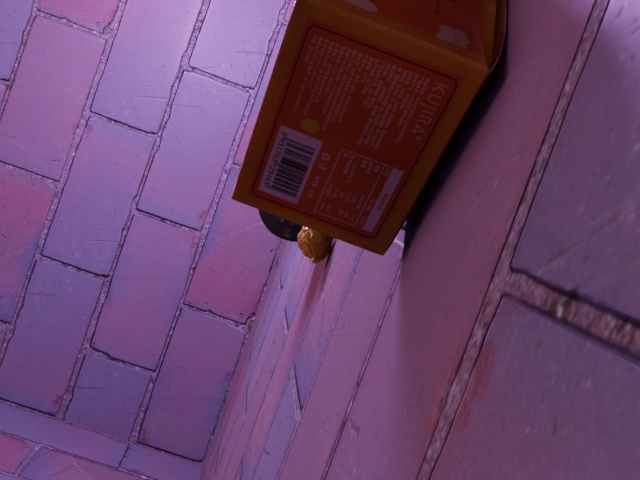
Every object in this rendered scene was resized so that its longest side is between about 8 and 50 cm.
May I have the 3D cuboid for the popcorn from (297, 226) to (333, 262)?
[{"bbox_3d":[0.000,0.000,1.629,0.084,0.084,0.084,-160,90,-84],"label":"popcorn"}]

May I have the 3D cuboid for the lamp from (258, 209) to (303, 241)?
[{"bbox_3d":[-0.015,-0.133,1.839,0.314,0.182,0.182,-50,-5,-28],"label":"lamp"}]

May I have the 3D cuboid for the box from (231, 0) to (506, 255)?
[{"bbox_3d":[0.057,-0.185,0.915,0.283,0.214,0.259,116,174,-45],"label":"box"}]
